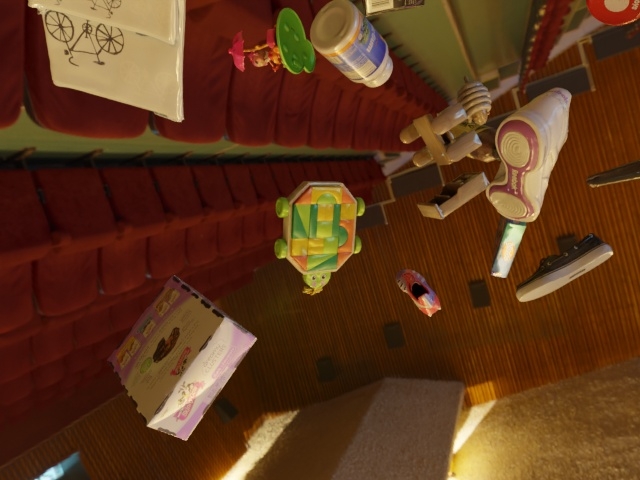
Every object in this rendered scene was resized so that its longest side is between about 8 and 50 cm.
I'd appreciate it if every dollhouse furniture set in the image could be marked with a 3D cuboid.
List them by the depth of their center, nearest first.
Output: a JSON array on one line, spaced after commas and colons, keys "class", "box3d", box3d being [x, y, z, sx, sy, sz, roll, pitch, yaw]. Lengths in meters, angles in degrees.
[{"class": "dollhouse furniture set", "box3d": [0.297, -0.201, 1.182, 0.161, 0.242, 0.212, -34, -168, -6]}]

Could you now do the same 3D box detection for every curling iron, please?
[{"class": "curling iron", "box3d": [0.439, -0.086, 0.553, 0.035, 0.068, 0.274, -35, -169, -15]}]

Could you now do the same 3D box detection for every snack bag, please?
[{"class": "snack bag", "box3d": [-0.416, -0.424, 0.887, 0.323, 0.342, 0.037, 17, -144, 4]}]

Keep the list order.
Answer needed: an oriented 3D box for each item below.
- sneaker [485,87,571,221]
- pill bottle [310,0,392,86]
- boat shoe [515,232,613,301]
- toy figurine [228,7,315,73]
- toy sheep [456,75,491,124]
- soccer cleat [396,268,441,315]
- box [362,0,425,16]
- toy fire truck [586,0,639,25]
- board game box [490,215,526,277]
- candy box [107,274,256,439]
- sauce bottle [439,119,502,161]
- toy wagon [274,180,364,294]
[{"class": "sneaker", "box3d": [0.400, -0.144, 0.855, 0.152, 0.114, 0.305, -43, 151, -14]}, {"class": "pill bottle", "box3d": [0.104, -0.556, 1.329, 0.152, 0.152, 0.272, -14, 164, 32]}, {"class": "boat shoe", "box3d": [0.332, 0.038, 0.639, 0.142, 0.040, 0.049, -29, 147, 3]}, {"class": "toy figurine", "box3d": [-0.118, -0.422, 1.019, 0.159, 0.130, 0.173, 2, 179, 25]}, {"class": "toy sheep", "box3d": [0.382, -0.350, 1.143, 0.091, 0.132, 0.091, -20, 169, -4]}, {"class": "soccer cleat", "box3d": [0.303, 0.145, 1.471, 0.083, 0.095, 0.248, -36, -150, 4]}, {"class": "box", "box3d": [0.149, -0.680, 1.061, 0.143, 0.270, 0.165, -8, 148, 5]}, {"class": "toy fire truck", "box3d": [0.504, -0.516, 0.705, 0.169, 0.302, 0.254, -53, -177, -13]}, {"class": "board game box", "box3d": [0.512, -0.025, 1.242, 0.047, 0.210, 0.160, 11, -129, 16]}, {"class": "candy box", "box3d": [-0.209, 0.161, 0.672, 0.196, 0.070, 0.165, 21, -108, 50]}, {"class": "sauce bottle", "box3d": [0.509, -0.317, 1.470, 0.111, 0.111, 0.344, -17, -147, -24]}, {"class": "toy wagon", "box3d": [0.000, 0.000, 1.340, 0.267, 0.344, 0.068, -3, -167, -27]}]
